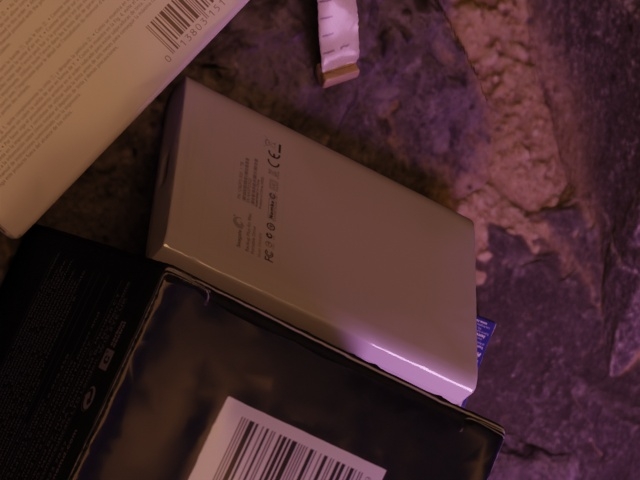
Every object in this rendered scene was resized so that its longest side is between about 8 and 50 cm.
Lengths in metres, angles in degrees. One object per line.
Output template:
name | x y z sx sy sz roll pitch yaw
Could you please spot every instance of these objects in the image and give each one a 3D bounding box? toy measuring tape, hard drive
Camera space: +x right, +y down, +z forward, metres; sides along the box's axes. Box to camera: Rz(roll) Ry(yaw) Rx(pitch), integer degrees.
toy measuring tape | -0.017 -0.299 1.632 0.121 0.121 0.330 -20 124 -20
hard drive | 0.000 0.000 1.615 0.307 0.040 0.203 26 42 -23

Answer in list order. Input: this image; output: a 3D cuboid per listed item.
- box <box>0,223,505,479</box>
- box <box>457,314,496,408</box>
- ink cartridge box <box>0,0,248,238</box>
box | -0.097 0.152 1.459 0.293 0.395 0.212 27 84 -23
box | 0.062 0.157 1.720 0.136 0.036 0.225 22 85 -22
ink cartridge box | -0.241 -0.194 1.520 0.296 0.066 0.261 -46 110 -2
